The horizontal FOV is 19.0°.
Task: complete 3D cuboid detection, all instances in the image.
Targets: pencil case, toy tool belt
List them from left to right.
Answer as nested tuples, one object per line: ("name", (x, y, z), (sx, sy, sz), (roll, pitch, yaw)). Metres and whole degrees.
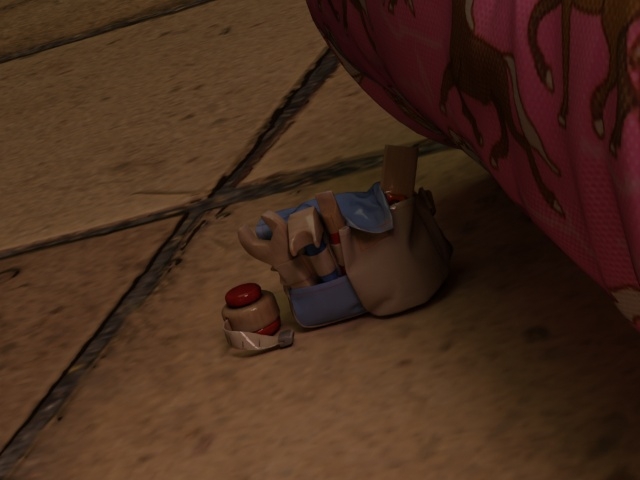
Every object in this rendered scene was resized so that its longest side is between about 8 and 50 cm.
("toy tool belt", (0.000, 0.000, 0.642), (0.083, 0.051, 0.052), (-16, 17, 12))
("pencil case", (0.101, -0.062, 0.537), (0.167, 0.160, 0.386), (-10, 16, -7))
